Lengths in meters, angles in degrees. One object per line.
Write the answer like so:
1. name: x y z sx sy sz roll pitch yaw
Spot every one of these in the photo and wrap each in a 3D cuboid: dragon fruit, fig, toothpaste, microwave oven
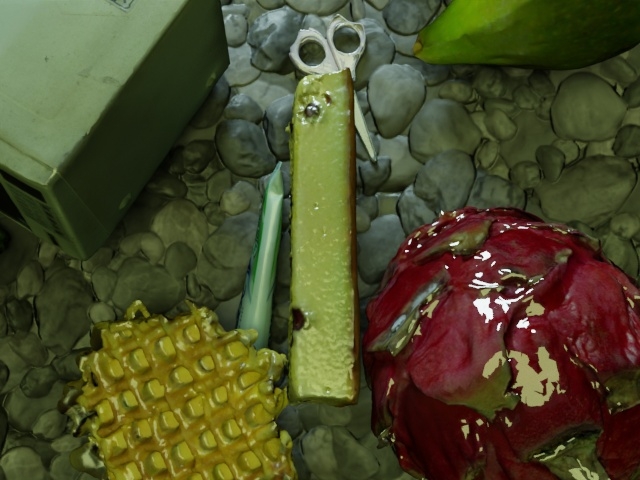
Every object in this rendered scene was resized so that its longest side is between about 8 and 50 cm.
1. dragon fruit: 0.190 0.122 0.769 0.329 0.329 0.329 0 90 6
2. fig: 0.235 -0.264 0.837 0.275 0.206 0.206 -28 88 20
3. toothpaste: -0.074 0.049 0.918 0.048 0.075 0.297 8 94 -6
4. microwave oven: -0.350 -0.216 0.824 0.394 0.247 0.333 31 74 5

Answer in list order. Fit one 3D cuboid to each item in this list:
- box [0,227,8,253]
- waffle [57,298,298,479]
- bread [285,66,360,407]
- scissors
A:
1. box: -0.519 0.042 0.840 0.178 0.329 0.253 40 95 -4
2. waffle: -0.176 0.212 0.905 0.329 0.062 0.329 3 100 19
3. bread: 0.000 0.000 0.831 0.077 0.138 0.361 1 76 -5
4. scissors: 0.033 -0.185 0.928 0.100 0.015 0.189 -22 89 3
